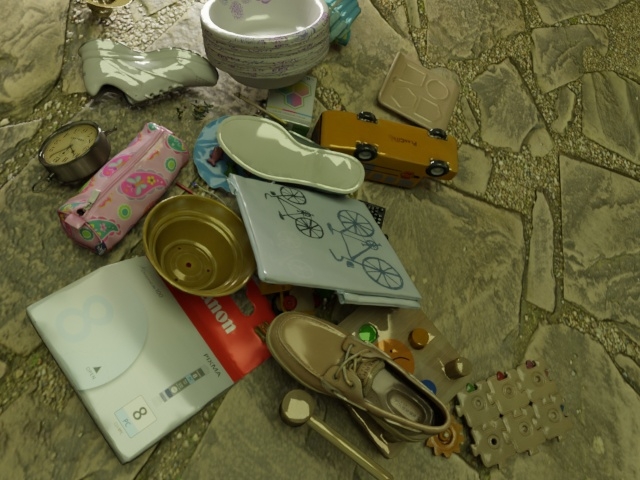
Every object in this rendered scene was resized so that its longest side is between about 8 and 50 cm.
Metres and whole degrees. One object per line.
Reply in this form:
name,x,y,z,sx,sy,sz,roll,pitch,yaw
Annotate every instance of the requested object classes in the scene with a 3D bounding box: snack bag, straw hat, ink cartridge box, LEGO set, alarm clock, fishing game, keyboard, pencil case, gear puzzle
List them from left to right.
alarm clock,-0.490,-0.159,1.087,0.129,0.064,0.192,17,56,27
straw hat,-0.507,-0.550,1.286,0.144,0.061,0.145,14,45,-15
pencil case,-0.381,-0.104,1.089,0.124,0.124,0.284,35,59,0
ink cartridge box,-0.271,0.158,1.020,0.384,0.091,0.308,-33,80,-27
LEGO set,-0.284,-0.293,1.267,0.083,0.023,0.054,0,63,-4
fishing game,-0.182,-0.187,1.209,0.189,0.041,0.264,34,75,-2
ink cartridge box,-0.071,-0.348,1.336,0.108,0.062,0.210,13,62,-11
snack bag,0.000,0.000,1.070,0.342,0.037,0.323,9,36,-30
keyboard,0.111,-0.003,1.260,0.108,0.023,0.180,21,62,-9
gear puzzle,0.362,0.375,1.161,0.338,0.044,0.176,-14,73,-20

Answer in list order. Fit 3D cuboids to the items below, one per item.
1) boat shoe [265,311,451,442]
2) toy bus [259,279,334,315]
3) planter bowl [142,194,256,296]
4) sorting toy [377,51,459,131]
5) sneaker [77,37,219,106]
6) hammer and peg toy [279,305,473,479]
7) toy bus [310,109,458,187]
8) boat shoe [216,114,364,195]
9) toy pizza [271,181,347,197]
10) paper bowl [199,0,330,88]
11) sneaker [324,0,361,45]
boat shoe,0.067,0.220,0.947,0.340,0.110,0.122,31,63,-2
toy bus,-0.072,0.081,1.110,0.191,0.104,0.202,59,36,-29
planter bowl,-0.234,0.028,1.042,0.217,0.090,0.217,19,49,-23
sorting toy,0.262,-0.385,1.482,0.208,0.038,0.193,29,60,-9
sneaker,-0.375,-0.356,1.232,0.296,0.111,0.130,-1,84,-16
hammer and peg toy,0.102,0.277,1.068,0.361,0.127,0.266,-37,81,-25
toy bus,0.150,-0.207,1.304,0.332,0.130,0.108,10,62,-14
boat shoe,-0.065,-0.174,1.186,0.319,0.099,0.117,18,92,-6
toy pizza,-0.028,-0.065,1.237,0.201,0.032,0.202,7,63,-14
paper bowl,-0.121,-0.451,1.254,0.283,0.148,0.285,0,48,0
sneaker,-0.037,-0.563,1.417,0.318,0.127,0.208,-30,106,-3
